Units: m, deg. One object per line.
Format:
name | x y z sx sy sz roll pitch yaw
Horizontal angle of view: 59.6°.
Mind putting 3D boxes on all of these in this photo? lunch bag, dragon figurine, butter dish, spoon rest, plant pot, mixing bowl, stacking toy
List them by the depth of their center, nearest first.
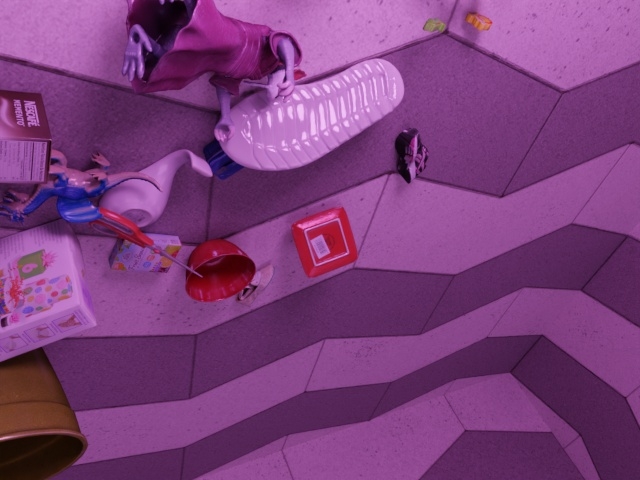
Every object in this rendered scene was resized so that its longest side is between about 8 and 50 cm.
dragon figurine | -0.469 -0.094 1.092 0.289 0.085 0.144 0 136 -31
stacking toy | 0.313 -0.494 1.111 0.221 0.052 0.167 -24 154 -40
spoon rest | -0.349 -0.108 1.183 0.276 0.084 0.137 -28 146 22
plant pot | -0.725 0.330 1.189 0.366 0.353 0.366 -21 152 -12
lunch bag | -0.194 -0.180 1.195 0.098 0.065 0.067 -32 145 5
mixing bowl | -0.265 0.061 1.415 0.181 0.098 0.181 -19 144 -14
butter dish | 0.000 0.000 1.519 0.160 0.118 0.160 -20 102 -16

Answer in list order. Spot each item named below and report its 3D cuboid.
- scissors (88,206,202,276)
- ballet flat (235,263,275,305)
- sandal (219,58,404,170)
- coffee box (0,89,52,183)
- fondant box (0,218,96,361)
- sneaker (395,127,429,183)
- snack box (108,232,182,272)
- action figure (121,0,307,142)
scissors | -0.368 0.012 1.223 0.297 0.021 0.109 31 147 -26
ballet flat | -0.189 0.129 1.591 0.052 0.057 0.168 16 126 -33
sandal | -0.013 -0.255 1.190 0.416 0.169 0.102 -21 -176 -12
coffee box | -0.571 -0.169 0.884 0.246 0.141 0.098 -3 137 -34
fondant box | -0.638 0.116 1.102 0.330 0.238 0.096 -21 143 -11
sneaker | 0.243 -0.232 1.448 0.077 0.072 0.178 -34 154 -14
snack box | -0.414 0.029 1.324 0.141 0.037 0.100 7 130 -39
action figure | -0.170 -0.338 0.973 0.248 0.275 0.370 -16 176 35
